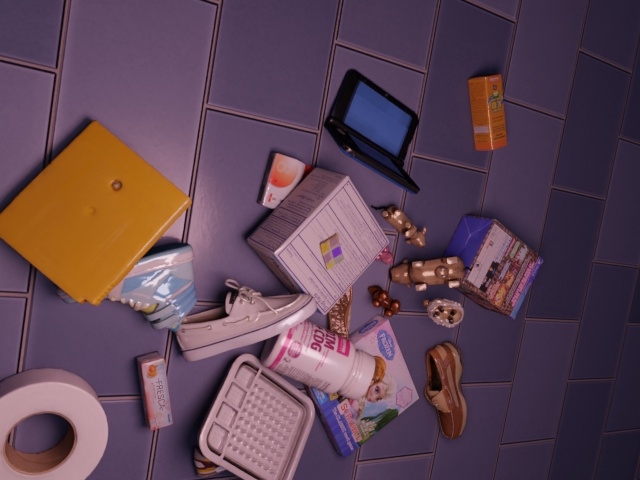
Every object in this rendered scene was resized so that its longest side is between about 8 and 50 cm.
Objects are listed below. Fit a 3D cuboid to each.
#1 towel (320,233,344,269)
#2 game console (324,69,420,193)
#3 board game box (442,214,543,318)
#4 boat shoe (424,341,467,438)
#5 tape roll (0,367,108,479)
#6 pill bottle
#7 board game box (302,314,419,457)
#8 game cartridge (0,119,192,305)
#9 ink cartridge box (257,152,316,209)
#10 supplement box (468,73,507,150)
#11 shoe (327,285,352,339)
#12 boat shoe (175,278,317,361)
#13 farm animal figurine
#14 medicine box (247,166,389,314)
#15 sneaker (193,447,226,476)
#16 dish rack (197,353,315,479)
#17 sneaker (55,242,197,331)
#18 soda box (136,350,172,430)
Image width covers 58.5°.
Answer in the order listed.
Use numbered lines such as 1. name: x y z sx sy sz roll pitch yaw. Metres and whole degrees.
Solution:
1. towel: 0.030 0.029 1.464 0.060 0.009 0.083 -29 121 -27
2. game console: 0.177 -0.302 1.599 0.293 0.250 0.173 25 113 -31
3. board game box: 0.563 0.088 1.903 0.291 0.141 0.232 33 82 -30
4. boat shoe: 0.404 0.502 1.909 0.120 0.122 0.324 -7 94 -24
5. tape roll: -0.638 0.438 1.294 0.286 0.100 0.286 -6 102 -29
6. pill bottle: -0.005 0.320 1.559 0.283 0.160 0.160 26 85 -12
7. board game box: 0.125 0.446 1.757 0.318 0.066 0.319 -32 113 -22
8. game cartridge: -0.494 -0.058 1.245 0.285 0.053 0.324 40 78 2
9. ink cartridge box: -0.070 -0.144 1.552 0.179 0.045 0.145 14 92 -29
10. supplement box: 0.539 -0.412 1.837 0.078 0.080 0.233 -20 106 -28
11. shoe: 0.054 0.202 1.685 0.076 0.058 0.219 3 94 1
12. boat shoe: -0.200 0.172 1.441 0.367 0.136 0.156 -19 101 6
13. farm animal figurine: 0.288 0.072 1.718 0.327 0.172 0.330 11 94 10
14. medicine box: 0.000 0.000 1.535 0.289 0.149 0.263 -47 127 -14
15. sneaker: -0.253 0.572 1.559 0.185 0.069 0.084 -15 111 -28
16. dish rack: -0.176 0.499 1.548 0.333 0.072 0.285 44 52 -28
17. sneaker: -0.433 0.141 1.345 0.319 0.127 0.208 -17 106 -26
18. soda box: -0.416 0.376 1.432 0.058 0.063 0.183 -10 104 -29
